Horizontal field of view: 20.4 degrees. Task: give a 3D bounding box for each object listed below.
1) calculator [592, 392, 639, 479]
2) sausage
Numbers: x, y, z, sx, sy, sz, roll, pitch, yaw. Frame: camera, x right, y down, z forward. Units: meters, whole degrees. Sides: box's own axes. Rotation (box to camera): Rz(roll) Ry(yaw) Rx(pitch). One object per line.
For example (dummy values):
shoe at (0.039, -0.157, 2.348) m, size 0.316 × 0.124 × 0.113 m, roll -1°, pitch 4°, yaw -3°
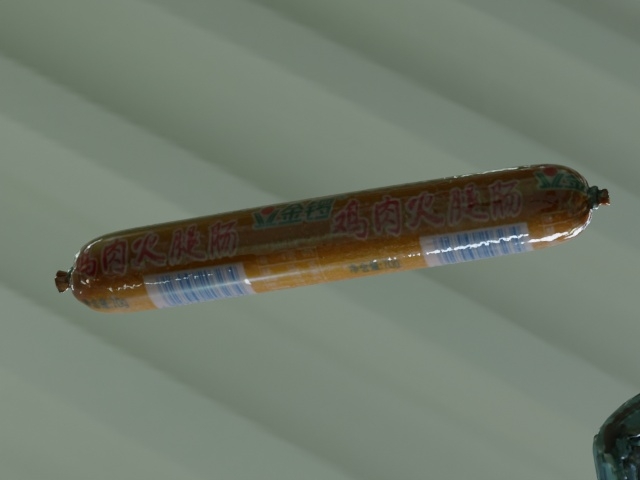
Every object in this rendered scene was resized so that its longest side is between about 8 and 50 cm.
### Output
calculator at (0.141, 0.051, 0.568) m, size 0.018 × 0.057 × 0.172 m, roll 7°, pitch -157°, yaw 42°
sausage at (0.000, 0.000, 1.068) m, size 0.348 × 0.053 × 0.053 m, roll -9°, pitch -130°, yaw 14°
